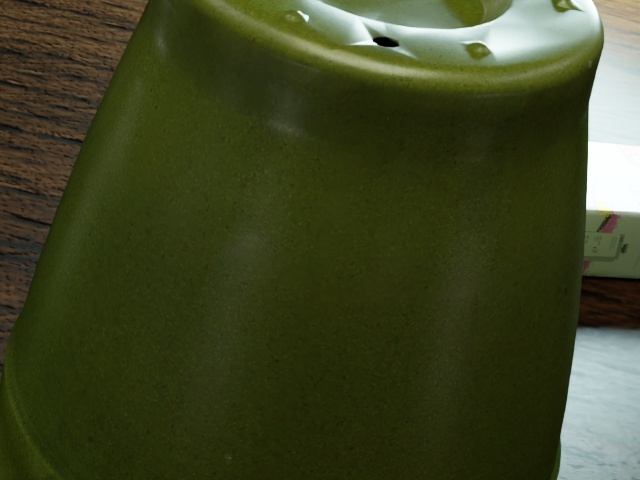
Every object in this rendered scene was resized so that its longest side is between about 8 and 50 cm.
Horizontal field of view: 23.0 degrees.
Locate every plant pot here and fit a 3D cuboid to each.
[{"bbox_3d":[0.000,0.000,0.909,0.366,0.353,0.366,9,33,-6],"label":"plant pot"}]

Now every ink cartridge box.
[{"bbox_3d":[0.197,-0.029,1.289,0.198,0.067,0.115,4,33,-17],"label":"ink cartridge box"}]
